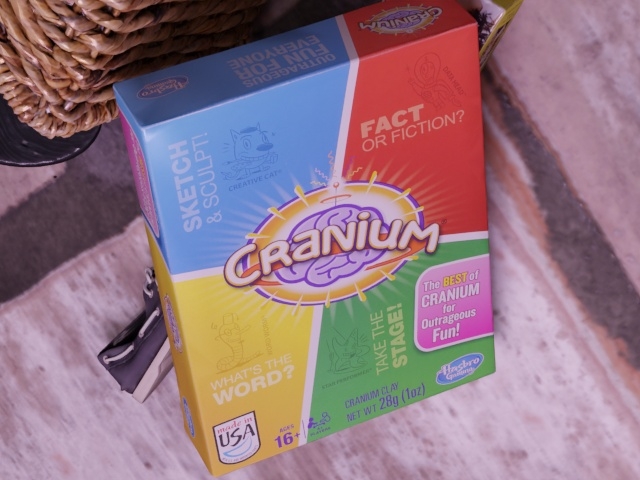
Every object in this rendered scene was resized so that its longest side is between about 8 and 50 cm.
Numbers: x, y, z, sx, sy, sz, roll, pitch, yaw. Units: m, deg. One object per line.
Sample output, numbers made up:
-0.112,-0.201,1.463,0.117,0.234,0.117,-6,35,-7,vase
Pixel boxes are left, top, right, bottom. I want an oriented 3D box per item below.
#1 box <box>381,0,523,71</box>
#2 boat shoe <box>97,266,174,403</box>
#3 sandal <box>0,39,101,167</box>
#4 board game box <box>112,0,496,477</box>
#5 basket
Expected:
0.058,-0.109,1.199,0.087,0.058,0.232,35,123,9,box
-0.134,0.055,1.357,0.065,0.075,0.206,36,127,5,boat shoe
-0.328,-0.249,1.262,0.167,0.107,0.446,-33,95,-9,sandal
0.000,0.000,1.135,0.064,0.242,0.316,-126,22,-49,board game box
-0.153,-0.239,1.105,0.213,0.299,0.223,36,122,9,basket
